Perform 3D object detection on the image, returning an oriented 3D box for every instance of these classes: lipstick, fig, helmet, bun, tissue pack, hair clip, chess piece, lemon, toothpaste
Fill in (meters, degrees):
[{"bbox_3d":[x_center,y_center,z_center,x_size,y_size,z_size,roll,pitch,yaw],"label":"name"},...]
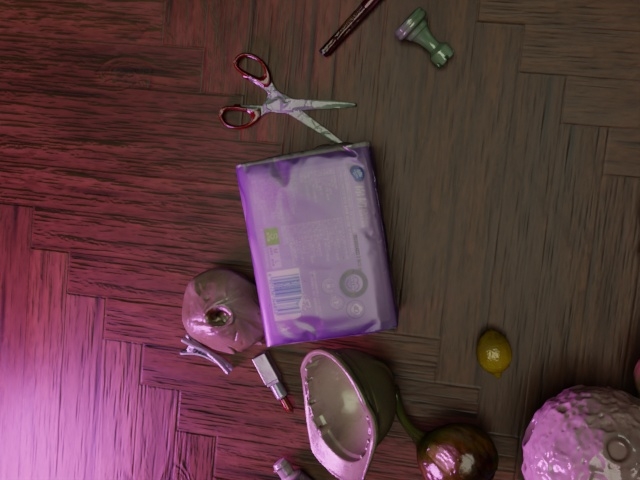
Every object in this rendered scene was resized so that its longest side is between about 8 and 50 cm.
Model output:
[{"bbox_3d":[-0.087,0.277,1.513,0.030,0.030,0.129,-29,90,11],"label":"lipstick"},{"bbox_3d":[0.207,0.366,1.433,0.245,0.149,0.149,37,101,23],"label":"fig"},{"bbox_3d":[0.072,0.298,1.437,0.204,0.137,0.258,22,121,48],"label":"helmet"},{"bbox_3d":[-0.181,0.136,1.474,0.173,0.113,0.167,1,96,12],"label":"bun"},{"bbox_3d":[0.000,0.000,1.408,0.242,0.160,0.338,-8,93,9],"label":"tissue pack"},{"bbox_3d":[-0.224,0.229,1.535,0.115,0.030,0.039,31,118,8],"label":"hair clip"},{"bbox_3d":[0.188,-0.356,1.395,0.103,0.067,0.067,44,101,-6],"label":"chess piece"},{"bbox_3d":[0.315,0.206,1.421,0.065,0.065,0.092,-8,96,10],"label":"lemon"},{"bbox_3d":[0.000,0.553,1.519,0.075,0.048,0.301,-33,92,7],"label":"toothpaste"},{"bbox_3d":[0.065,-0.403,1.427,0.027,0.027,0.176,44,101,3],"label":"lipstick"}]

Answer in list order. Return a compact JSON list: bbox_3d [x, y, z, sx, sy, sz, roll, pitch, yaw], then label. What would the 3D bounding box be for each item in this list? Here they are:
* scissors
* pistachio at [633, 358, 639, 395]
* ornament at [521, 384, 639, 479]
[{"bbox_3d":[-0.060,-0.252,1.468,0.247,0.017,0.144,18,99,6],"label":"scissors"},{"bbox_3d":[0.684,0.219,1.285,0.318,0.193,0.214,2,98,23],"label":"pistachio"},{"bbox_3d":[0.458,0.366,1.318,0.225,0.259,0.259,24,99,8],"label":"ornament"}]
